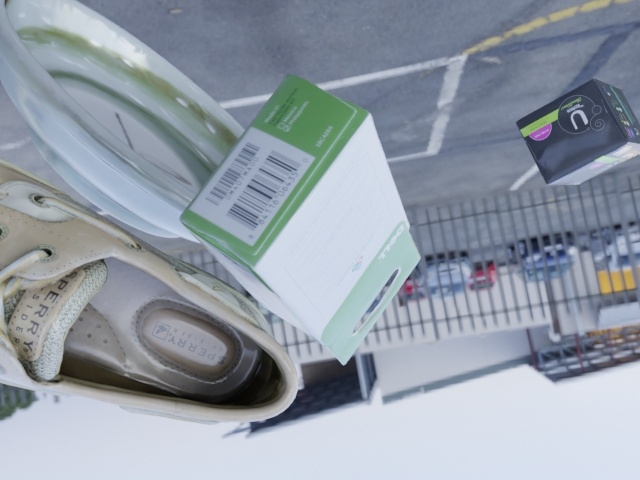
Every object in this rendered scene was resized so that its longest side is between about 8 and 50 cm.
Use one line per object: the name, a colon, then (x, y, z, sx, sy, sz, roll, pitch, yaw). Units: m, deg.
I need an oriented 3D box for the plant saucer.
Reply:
plant saucer: (-0.194, -0.110, 0.776, 0.100, 0.400, 0.400, -46, 163, 14)

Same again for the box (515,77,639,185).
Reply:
box: (0.190, -0.075, 0.519, 0.062, 0.052, 0.083, -30, 168, 33)

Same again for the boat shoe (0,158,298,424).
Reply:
boat shoe: (-0.149, 0.026, 0.380, 0.302, 0.109, 0.098, 26, 175, -25)

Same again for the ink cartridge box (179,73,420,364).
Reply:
ink cartridge box: (0.000, 0.000, 0.484, 0.062, 0.109, 0.209, 30, 168, 26)
